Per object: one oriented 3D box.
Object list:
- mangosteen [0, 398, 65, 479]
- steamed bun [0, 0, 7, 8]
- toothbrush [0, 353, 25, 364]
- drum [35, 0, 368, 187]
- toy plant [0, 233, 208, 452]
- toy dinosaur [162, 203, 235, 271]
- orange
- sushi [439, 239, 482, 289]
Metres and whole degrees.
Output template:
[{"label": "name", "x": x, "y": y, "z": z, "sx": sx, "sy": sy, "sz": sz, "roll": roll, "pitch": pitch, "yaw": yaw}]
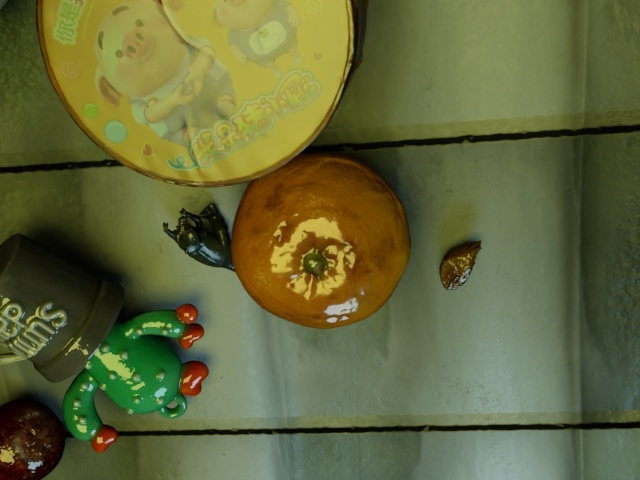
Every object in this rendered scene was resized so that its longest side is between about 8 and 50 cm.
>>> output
[{"label": "mangosteen", "x": -0.535, "y": 0.348, "z": 1.513, "sx": 0.156, "sy": 0.181, "sz": 0.145, "roll": 43, "pitch": 68, "yaw": -26}, {"label": "steamed bun", "x": -0.532, "y": -0.397, "z": 1.198, "sx": 0.225, "sy": 0.200, "sz": 0.170, "roll": 54, "pitch": 147, "yaw": -15}, {"label": "toothbrush", "x": -0.476, "y": 0.198, "z": 1.495, "sx": 0.204, "sy": 0.022, "sz": 0.017, "roll": -9, "pitch": 114, "yaw": 11}, {"label": "drum", "x": -0.143, "y": -0.296, "z": 1.163, "sx": 0.432, "sy": 0.214, "sz": 0.430, "roll": 2, "pitch": 110, "yaw": 6}, {"label": "toy plant", "x": -0.368, "y": 0.168, "z": 1.383, "sx": 0.400, "sy": 0.185, "sz": 0.279, "roll": 40, "pitch": 76, "yaw": -27}, {"label": "toy dinosaur", "x": -0.165, "y": 0.035, "z": 1.323, "sx": 0.087, "sy": 0.187, "sz": 0.178, "roll": -35, "pitch": 76, "yaw": 20}, {"label": "orange", "x": 0.000, "y": 0.000, "z": 1.245, "sx": 0.261, "sy": 0.261, "sz": 0.261, "roll": 3, "pitch": 111, "yaw": 7}, {"label": "sushi", "x": 0.214, "y": 0.037, "z": 1.330, "sx": 0.050, "sy": 0.047, "sz": 0.099, "roll": 40, "pitch": 128, "yaw": 4}]
